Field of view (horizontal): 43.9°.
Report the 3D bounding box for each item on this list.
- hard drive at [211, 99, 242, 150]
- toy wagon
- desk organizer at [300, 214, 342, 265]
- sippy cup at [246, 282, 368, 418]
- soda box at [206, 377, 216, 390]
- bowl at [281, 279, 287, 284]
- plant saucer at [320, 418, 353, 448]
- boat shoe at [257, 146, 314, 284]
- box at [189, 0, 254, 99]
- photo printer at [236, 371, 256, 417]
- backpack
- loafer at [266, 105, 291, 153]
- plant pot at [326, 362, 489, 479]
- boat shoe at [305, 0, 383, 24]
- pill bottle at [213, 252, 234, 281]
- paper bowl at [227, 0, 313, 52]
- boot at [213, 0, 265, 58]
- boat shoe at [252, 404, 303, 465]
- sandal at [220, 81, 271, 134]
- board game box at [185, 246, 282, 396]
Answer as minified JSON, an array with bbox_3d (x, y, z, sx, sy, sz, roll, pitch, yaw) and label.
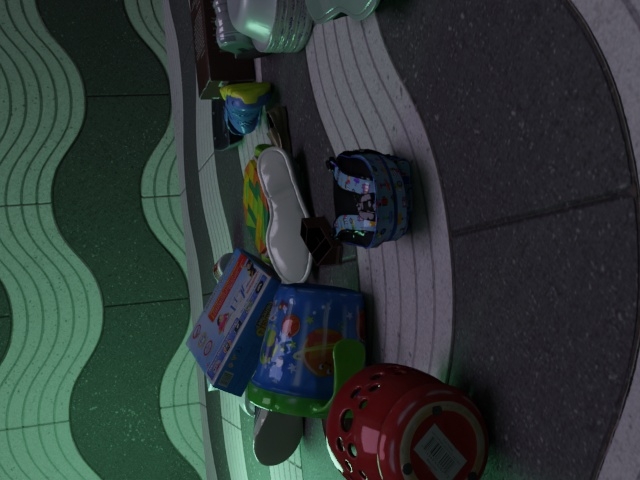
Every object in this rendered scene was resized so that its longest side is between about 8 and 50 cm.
[{"bbox_3d":[-0.294,-0.367,2.484,0.255,0.054,0.171,-169,75,-72],"label":"hard drive"},{"bbox_3d":[-0.126,-0.074,2.005,0.344,0.068,0.267,-121,31,-55],"label":"toy wagon"},{"bbox_3d":[0.000,0.000,1.651,0.130,0.050,0.047,-121,31,-54],"label":"desk organizer"},{"bbox_3d":[-0.011,0.197,1.491,0.306,0.240,0.224,6,90,34],"label":"sippy cup"},{"bbox_3d":[-0.299,0.318,2.291,0.069,0.074,0.216,113,149,-59],"label":"soda box"},{"bbox_3d":[-0.052,0.167,1.858,0.142,0.053,0.141,-126,35,-60],"label":"bowl"},{"bbox_3d":[0.036,0.371,1.674,0.168,0.029,0.168,176,90,-72],"label":"plant saucer"},{"bbox_3d":[-0.066,-0.055,1.818,0.099,0.116,0.319,9,-113,-71],"label":"boat shoe"},{"bbox_3d":[-0.286,-0.611,2.264,0.191,0.143,0.381,162,104,-72],"label":"box"},{"bbox_3d":[-0.198,0.332,2.276,0.256,0.107,0.307,-129,38,-61],"label":"photo printer"},{"bbox_3d":[0.087,-0.065,1.247,0.173,0.117,0.158,-160,67,-72],"label":"backpack"},{"bbox_3d":[-0.104,-0.251,1.917,0.056,0.050,0.147,147,117,-71],"label":"loafer"},{"bbox_3d":[0.128,0.273,1.106,0.174,0.191,0.191,-7,88,64],"label":"plant pot"},{"bbox_3d":[0.057,-0.420,1.292,0.302,0.091,0.114,34,146,66],"label":"boat shoe"},{"bbox_3d":[-0.302,0.094,2.578,0.152,0.086,0.086,141,122,-69],"label":"pill bottle"},{"bbox_3d":[-0.117,-0.553,1.723,0.284,0.148,0.284,177,90,-72],"label":"paper bowl"},{"bbox_3d":[-0.189,-0.517,1.925,0.258,0.095,0.123,-19,-80,-80],"label":"boot"},{"bbox_3d":[-0.109,0.397,2.021,0.158,0.127,0.340,-113,32,-61],"label":"boat shoe"},{"bbox_3d":[-0.194,-0.345,2.082,0.317,0.126,0.138,-137,43,-78],"label":"sandal"},{"bbox_3d":[-0.212,0.202,2.057,0.308,0.086,0.302,-62,25,2],"label":"board game box"}]
